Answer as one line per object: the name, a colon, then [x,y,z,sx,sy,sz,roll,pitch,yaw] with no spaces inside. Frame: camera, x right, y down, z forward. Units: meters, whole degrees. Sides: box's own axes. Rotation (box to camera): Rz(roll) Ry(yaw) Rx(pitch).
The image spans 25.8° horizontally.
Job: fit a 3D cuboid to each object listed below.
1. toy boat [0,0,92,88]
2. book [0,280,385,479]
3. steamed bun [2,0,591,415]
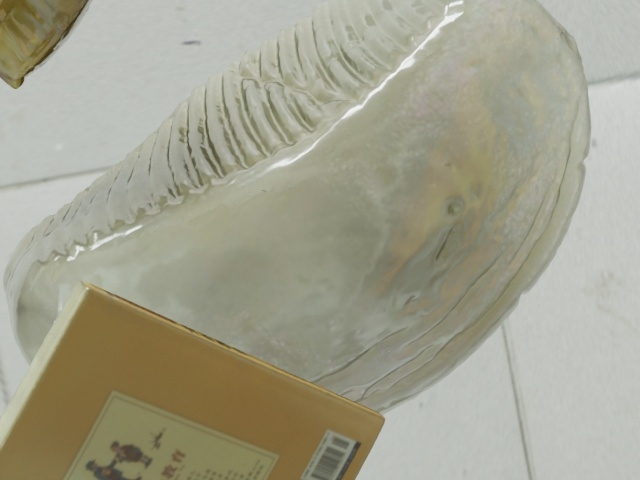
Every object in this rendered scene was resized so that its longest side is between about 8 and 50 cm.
toy boat: [-0.207,-0.159,0.844,0.121,0.321,0.089,-40,120,2]
book: [-0.058,0.098,0.578,0.172,0.012,0.118,29,90,-38]
steamed bun: [-0.001,0.005,0.915,0.383,0.247,0.236,-37,108,-10]
